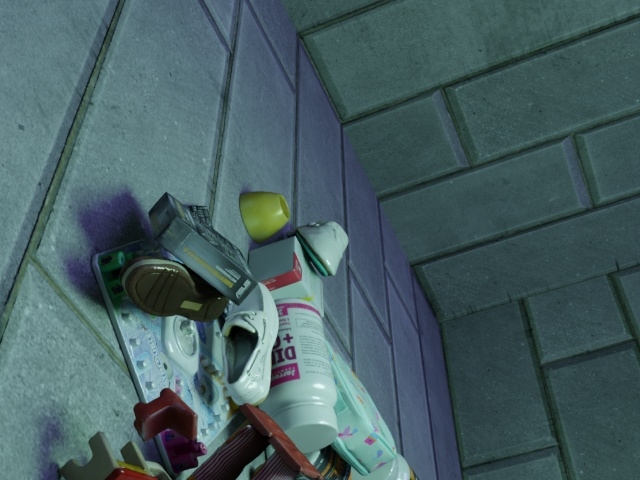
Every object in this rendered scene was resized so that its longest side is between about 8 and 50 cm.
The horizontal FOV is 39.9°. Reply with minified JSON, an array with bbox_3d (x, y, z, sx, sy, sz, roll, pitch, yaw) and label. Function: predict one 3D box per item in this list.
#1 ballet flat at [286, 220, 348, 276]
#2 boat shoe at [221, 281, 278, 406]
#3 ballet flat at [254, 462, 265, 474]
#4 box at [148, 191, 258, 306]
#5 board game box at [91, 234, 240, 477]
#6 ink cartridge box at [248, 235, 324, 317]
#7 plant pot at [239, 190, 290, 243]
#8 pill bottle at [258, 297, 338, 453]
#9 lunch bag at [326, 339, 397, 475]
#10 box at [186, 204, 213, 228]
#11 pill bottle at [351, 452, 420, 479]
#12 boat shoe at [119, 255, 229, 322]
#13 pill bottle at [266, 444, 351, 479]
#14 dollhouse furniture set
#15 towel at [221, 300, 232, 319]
[{"bbox_3d":[0.000,0.000,2.281,0.400,0.139,0.139,-161,-130,-78],"label":"ballet flat"},{"bbox_3d":[-0.142,0.177,1.685,0.096,0.098,0.277,58,21,-46],"label":"boat shoe"},{"bbox_3d":[-0.063,0.536,1.791,0.232,0.080,0.073,49,20,-36],"label":"ballet flat"},{"bbox_3d":[-0.209,0.010,1.538,0.183,0.056,0.231,39,2,-20],"label":"box"},{"bbox_3d":[-0.245,0.176,1.605,0.390,0.050,0.390,-33,105,-75],"label":"board game box"},{"bbox_3d":[-0.082,0.107,2.131,0.128,0.127,0.176,-92,158,-50],"label":"ink cartridge box"},{"bbox_3d":[-0.133,-0.070,2.223,0.134,0.095,0.134,-18,90,-75],"label":"plant pot"},{"bbox_3d":[-0.055,0.272,1.774,0.160,0.160,0.283,53,18,-51],"label":"pill bottle"},{"bbox_3d":[0.044,0.357,1.915,0.224,0.108,0.279,51,5,-48],"label":"lunch bag"},{"bbox_3d":[-0.257,-0.041,1.884,0.083,0.018,0.067,-8,80,-75],"label":"box"},{"bbox_3d":[0.184,0.664,2.373,0.162,0.162,0.278,-94,160,-44],"label":"pill bottle"},{"bbox_3d":[-0.257,0.072,1.459,0.095,0.095,0.257,41,1,30],"label":"boat shoe"},{"bbox_3d":[-0.013,0.483,1.926,0.246,0.130,0.130,52,24,-53],"label":"pill bottle"},{"bbox_3d":[-0.169,0.342,1.289,0.152,0.201,0.374,43,-2,29],"label":"dollhouse furniture set"},{"bbox_3d":[-0.156,0.177,1.968,0.209,0.034,0.285,-94,162,-50],"label":"towel"}]
